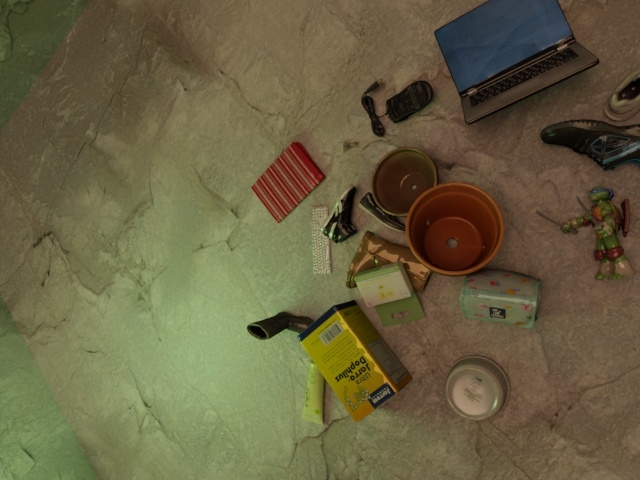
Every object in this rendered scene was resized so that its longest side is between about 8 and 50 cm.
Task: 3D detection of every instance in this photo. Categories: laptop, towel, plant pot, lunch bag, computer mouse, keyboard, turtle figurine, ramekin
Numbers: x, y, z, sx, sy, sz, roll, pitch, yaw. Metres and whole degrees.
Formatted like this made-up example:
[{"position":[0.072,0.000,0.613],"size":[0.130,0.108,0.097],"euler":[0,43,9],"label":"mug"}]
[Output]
[{"position":[0.576,-0.601,1.614],"size":[0.381,0.408,0.236],"euler":[-24,114,23],"label":"laptop"},{"position":[-0.129,-0.229,2.045],"size":[0.275,0.031,0.199],"euler":[-43,75,20],"label":"towel"},{"position":[0.302,-0.192,1.790],"size":[0.237,0.109,0.238],"euler":[-5,80,32],"label":"plant pot"},{"position":[0.553,0.172,1.596],"size":[0.223,0.262,0.160],"euler":[8,93,24],"label":"lunch bag"},{"position":[0.270,-0.504,1.847],"size":[0.262,0.060,0.184],"euler":[-31,81,33],"label":"computer mouse"},{"position":[0.000,0.000,1.991],"size":[0.072,0.014,0.256],"euler":[-4,88,25],"label":"keyboard"},{"position":[0.785,-0.010,1.530],"size":[0.197,0.274,0.267],"euler":[-24,83,58],"label":"turtle figurine"},{"position":[0.503,0.486,1.701],"size":[0.207,0.109,0.207],"euler":[0,89,25],"label":"ramekin"},{"position":[0.423,-0.016,1.663],"size":[0.290,0.203,0.291],"euler":[-3,75,12],"label":"plant pot"}]

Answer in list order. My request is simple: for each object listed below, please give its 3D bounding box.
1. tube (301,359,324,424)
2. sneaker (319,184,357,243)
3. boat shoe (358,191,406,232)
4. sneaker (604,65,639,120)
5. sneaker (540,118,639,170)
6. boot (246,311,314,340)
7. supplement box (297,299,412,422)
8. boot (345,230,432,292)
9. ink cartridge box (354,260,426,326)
[{"position":[-0.021,0.575,1.975],"size":[0.070,0.062,0.240],"euler":[-159,73,-64],"label":"tube"},{"position":[0.101,-0.087,1.917],"size":[0.121,0.079,0.217],"euler":[37,110,15],"label":"sneaker"},{"position":[0.227,-0.100,1.854],"size":[0.206,0.075,0.065],"euler":[37,108,25],"label":"boat shoe"},{"position":[0.953,-0.471,1.488],"size":[0.111,0.129,0.297],"euler":[47,107,20],"label":"sneaker"},{"position":[0.828,-0.281,1.548],"size":[0.340,0.125,0.140],"euler":[10,99,27],"label":"sneaker"},{"position":[-0.144,0.325,1.948],"size":[0.189,0.208,0.076],"euler":[9,94,25],"label":"boot"},{"position":[0.121,0.413,1.832],"size":[0.195,0.194,0.357],"euler":[-43,73,18],"label":"supplement box"},{"position":[0.242,0.114,1.839],"size":[0.269,0.089,0.236],"euler":[26,106,19],"label":"boot"},{"position":[0.241,0.199,1.802],"size":[0.171,0.056,0.235],"euler":[-18,105,27],"label":"ink cartridge box"}]
